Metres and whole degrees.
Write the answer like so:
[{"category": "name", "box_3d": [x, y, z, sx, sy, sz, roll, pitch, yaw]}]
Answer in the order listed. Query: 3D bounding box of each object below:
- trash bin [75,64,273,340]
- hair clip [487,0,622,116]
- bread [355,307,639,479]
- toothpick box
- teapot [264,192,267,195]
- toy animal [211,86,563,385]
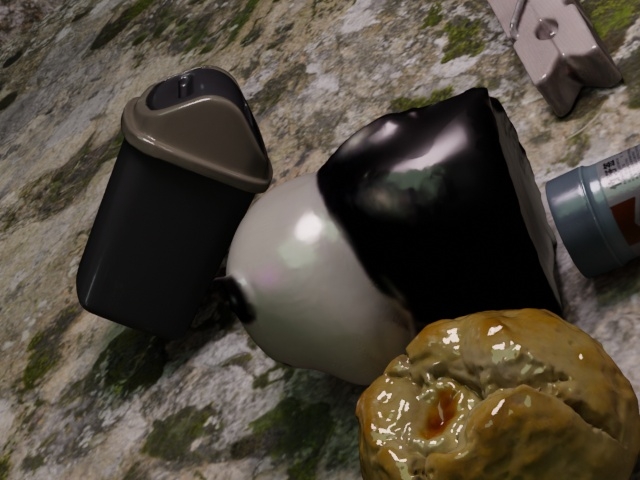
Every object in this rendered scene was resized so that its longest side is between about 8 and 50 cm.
[{"category": "trash bin", "box_3d": [-0.168, -0.051, 1.473, 0.209, 0.182, 0.290, -109, 42, -69]}, {"category": "hair clip", "box_3d": [0.258, -0.269, 1.506, 0.101, 0.085, 0.330, -31, 33, 15]}, {"category": "bread", "box_3d": [0.136, 0.150, 1.041, 0.244, 0.134, 0.244, -27, 35, 21]}, {"category": "toothpick box", "box_3d": [0.294, -0.039, 1.154, 0.153, 0.101, 0.101, -25, 34, 21]}, {"category": "teapot", "box_3d": [0.000, 0.000, 1.431, 0.096, 0.087, 0.177, -13, 31, -8]}, {"category": "toy animal", "box_3d": [0.057, 0.006, 1.221, 0.310, 0.251, 0.251, -20, 35, 16]}]
